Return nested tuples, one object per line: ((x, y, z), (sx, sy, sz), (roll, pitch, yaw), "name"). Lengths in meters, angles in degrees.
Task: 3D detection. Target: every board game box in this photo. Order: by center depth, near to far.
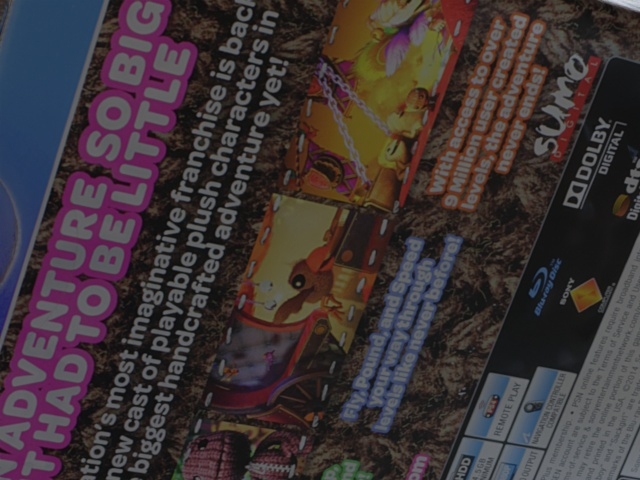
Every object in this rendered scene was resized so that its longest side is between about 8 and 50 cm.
((0.000, 0.000, 0.608), (0.232, 0.291, 0.141), (-69, -155, 17), "board game box")
